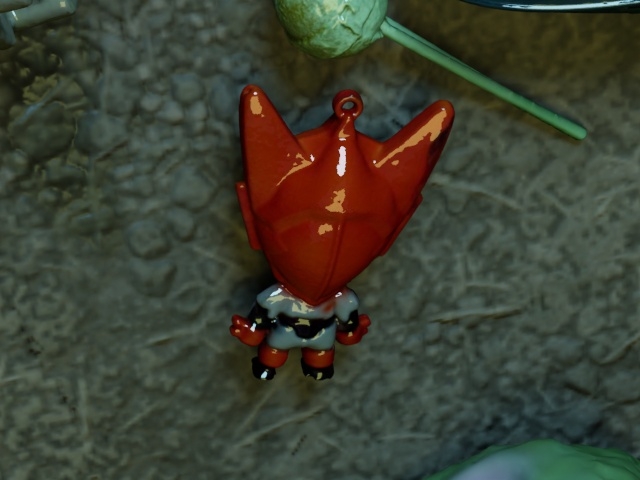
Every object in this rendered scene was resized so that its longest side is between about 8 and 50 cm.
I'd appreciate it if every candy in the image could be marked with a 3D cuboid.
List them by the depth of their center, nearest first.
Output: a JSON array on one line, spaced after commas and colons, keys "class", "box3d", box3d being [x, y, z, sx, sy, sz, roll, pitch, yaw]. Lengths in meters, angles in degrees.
[{"class": "candy", "box3d": [0.061, -0.092, 0.987, 0.202, 0.061, 0.061, 24, 110, -32]}]

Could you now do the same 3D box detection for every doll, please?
[{"class": "doll", "box3d": [0.000, 0.000, 1.009, 0.109, 0.057, 0.169, 4, 116, -15]}]

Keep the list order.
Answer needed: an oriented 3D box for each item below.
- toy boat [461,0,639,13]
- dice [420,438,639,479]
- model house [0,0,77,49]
[{"class": "toy boat", "box3d": [0.162, -0.149, 0.948, 0.246, 0.093, 0.103, -10, 141, -7]}, {"class": "dice", "box3d": [0.127, 0.324, 1.062, 0.322, 0.318, 0.330, -37, 119, 8]}, {"class": "model house", "box3d": [-0.168, -0.143, 0.818, 0.188, 0.229, 0.122, -20, 81, 12]}]
